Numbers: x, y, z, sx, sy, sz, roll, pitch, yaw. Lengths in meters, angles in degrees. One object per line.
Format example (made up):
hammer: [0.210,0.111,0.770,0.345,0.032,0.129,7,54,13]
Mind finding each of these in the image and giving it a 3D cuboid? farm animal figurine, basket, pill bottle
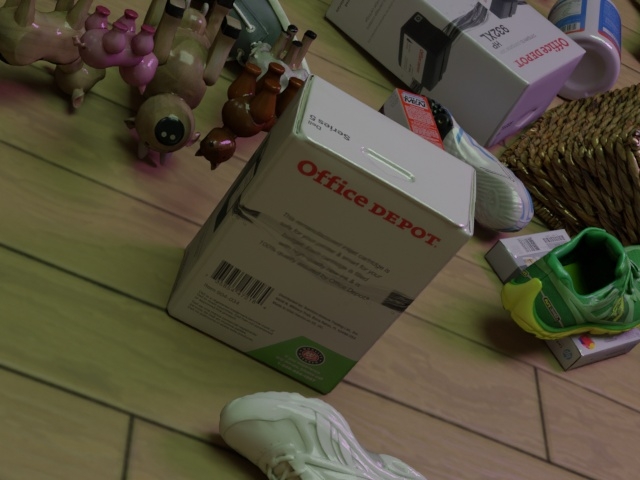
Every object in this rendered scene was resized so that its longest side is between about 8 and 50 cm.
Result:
farm animal figurine: [-0.186,-0.188,1.472,0.330,0.172,0.326,27,25,-3]
basket: [0.424,-0.087,1.925,0.299,0.223,0.213,-42,115,-54]
pill bottle: [0.430,-0.333,2.166,0.124,0.124,0.221,31,37,-9]

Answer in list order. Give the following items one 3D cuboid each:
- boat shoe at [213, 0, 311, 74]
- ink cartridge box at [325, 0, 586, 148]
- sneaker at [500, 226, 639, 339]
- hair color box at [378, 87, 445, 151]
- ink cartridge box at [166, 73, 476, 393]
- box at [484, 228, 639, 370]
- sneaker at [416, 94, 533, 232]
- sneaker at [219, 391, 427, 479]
boat shoe: [-0.088,-0.262,1.704,0.099,0.116,0.319,-24,69,-3]
ink cartridge box: [0.198,-0.298,1.911,0.307,0.129,0.223,42,36,12]
sneaker: [0.350,0.049,1.627,0.296,0.123,0.109,-11,58,-45]
hair color box: [0.110,-0.100,1.672,0.053,0.093,0.167,15,42,-29]
ink cartridge box: [0.000,0.000,1.321,0.198,0.273,0.114,29,37,-13]
box: [0.316,0.072,1.709,0.145,0.038,0.186,-9,56,-44]
sneaker: [0.189,-0.099,1.762,0.237,0.085,0.086,49,11,20]
sneaker: [0.002,0.230,1.238,0.232,0.090,0.115,31,40,-9]
